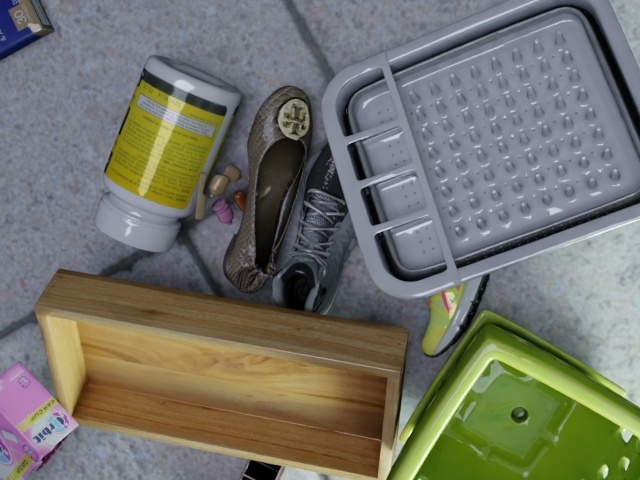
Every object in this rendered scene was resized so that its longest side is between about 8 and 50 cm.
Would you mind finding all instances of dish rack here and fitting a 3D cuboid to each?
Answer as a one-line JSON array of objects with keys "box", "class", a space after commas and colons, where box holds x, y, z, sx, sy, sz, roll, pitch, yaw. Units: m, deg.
[{"box": [0.186, -0.102, 1.041, 0.332, 0.072, 0.286, -21, 69, 14], "class": "dish rack"}]

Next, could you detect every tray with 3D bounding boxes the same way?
[{"box": [-0.111, 0.159, 1.119, 0.410, 0.076, 0.203, 9, 131, 8], "class": "tray"}]

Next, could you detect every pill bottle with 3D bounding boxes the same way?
[{"box": [-0.183, -0.099, 1.127, 0.119, 0.119, 0.209, 25, 102, 6], "class": "pill bottle"}]

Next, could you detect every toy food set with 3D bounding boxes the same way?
[{"box": [-0.093, -0.055, 1.141, 0.122, 0.019, 0.078, -2, 111, -31], "class": "toy food set"}]

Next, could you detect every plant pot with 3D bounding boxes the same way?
[{"box": [0.214, 0.218, 1.049, 0.228, 0.207, 0.227, 30, 103, 0], "class": "plant pot"}]

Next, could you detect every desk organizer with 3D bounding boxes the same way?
[{"box": [-0.081, 0.310, 1.208, 0.047, 0.050, 0.130, 25, 103, 6], "class": "desk organizer"}]

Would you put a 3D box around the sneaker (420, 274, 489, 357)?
[{"box": [0.148, 0.032, 1.111, 0.094, 0.081, 0.209, 20, 95, 13], "class": "sneaker"}]

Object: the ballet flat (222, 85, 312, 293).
[{"box": [-0.055, -0.054, 1.115, 0.084, 0.058, 0.250, 9, 105, -35], "class": "ballet flat"}]

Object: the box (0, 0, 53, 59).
[{"box": [-0.459, -0.272, 1.198, 0.225, 0.036, 0.137, -25, 93, 15], "class": "box"}]

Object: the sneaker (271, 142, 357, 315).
[{"box": [0.000, 0.000, 1.101, 0.086, 0.132, 0.229, 15, 102, 8], "class": "sneaker"}]

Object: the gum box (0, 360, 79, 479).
[{"box": [-0.386, 0.242, 1.209, 0.107, 0.062, 0.188, 46, 139, 1], "class": "gum box"}]
